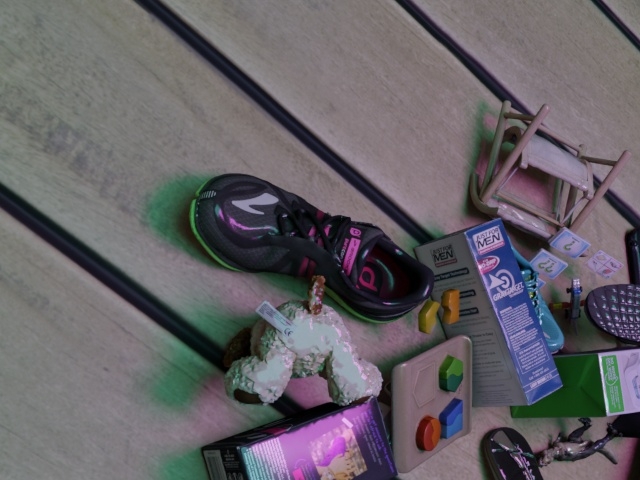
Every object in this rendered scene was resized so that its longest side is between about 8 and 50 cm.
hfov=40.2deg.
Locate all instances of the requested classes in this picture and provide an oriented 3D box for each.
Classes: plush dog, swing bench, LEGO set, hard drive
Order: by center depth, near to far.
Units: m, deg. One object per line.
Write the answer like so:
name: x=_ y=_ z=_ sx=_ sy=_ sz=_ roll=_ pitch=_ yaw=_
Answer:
plush dog: x=-0.043 y=0.166 z=1.470 sx=0.262 sy=0.225 sz=0.210 roll=2 pitch=85 yaw=-17
LEGO set: x=0.544 y=0.096 z=1.855 sx=0.244 sy=0.182 sz=0.060 roll=28 pitch=32 yaw=-23
swing bench: x=0.475 y=-0.129 z=1.863 sx=0.253 sy=0.165 sz=0.254 roll=24 pitch=91 yaw=-24
hard drive: x=0.706 y=0.387 z=1.925 sx=0.135 sy=0.094 sz=0.022 roll=-32 pitch=99 yaw=-31

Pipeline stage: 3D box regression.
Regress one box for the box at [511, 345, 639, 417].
box: x=0.550 y=0.282 z=1.763 sx=0.231 sy=0.262 sz=0.126 roll=0 pitch=80 yaw=-31

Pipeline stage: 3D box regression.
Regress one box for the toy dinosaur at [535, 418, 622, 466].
toy dinosaur: x=0.557 y=0.425 z=1.835 sx=0.268 sy=0.118 sz=0.064 roll=8 pitch=34 yaw=-31

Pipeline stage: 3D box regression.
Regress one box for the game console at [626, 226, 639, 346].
game console: x=0.890 y=0.164 z=2.105 sx=0.342 sy=0.060 sz=0.386 roll=4 pitch=76 yaw=-30

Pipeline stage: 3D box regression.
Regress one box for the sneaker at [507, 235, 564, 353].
sneaker: x=0.402 y=0.107 z=1.770 sx=0.107 sy=0.110 sz=0.275 roll=-24 pitch=74 yaw=-25

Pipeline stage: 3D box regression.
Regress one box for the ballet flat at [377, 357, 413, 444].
ballet flat: x=0.138 y=0.311 z=1.643 sx=0.068 sy=0.072 sz=0.213 roll=32 pitch=61 yaw=10

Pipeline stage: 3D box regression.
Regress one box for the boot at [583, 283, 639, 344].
boot: x=0.671 y=0.178 z=1.838 sx=0.338 sy=0.223 sz=0.118 roll=10 pitch=74 yaw=-11

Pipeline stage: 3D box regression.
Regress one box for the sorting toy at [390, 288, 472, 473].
sorting toy: x=0.216 y=0.256 z=1.620 sx=0.229 sy=0.041 sz=0.307 roll=-14 pitch=107 yaw=-46

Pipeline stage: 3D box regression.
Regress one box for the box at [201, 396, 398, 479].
box: x=-0.035 y=0.369 z=1.461 sx=0.270 sy=0.165 sz=0.143 roll=-13 pitch=85 yaw=-32

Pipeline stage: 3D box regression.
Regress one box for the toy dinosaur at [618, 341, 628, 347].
toy dinosaur: x=0.756 y=0.300 z=1.884 sx=0.200 sy=0.295 sz=0.127 roll=-11 pitch=109 yaw=-7

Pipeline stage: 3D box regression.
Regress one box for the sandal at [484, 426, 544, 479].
sandal: x=0.399 y=0.522 z=1.731 sx=0.120 sy=0.086 sz=0.302 roll=-4 pitch=66 yaw=-25

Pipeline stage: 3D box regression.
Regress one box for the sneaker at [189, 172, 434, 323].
sneaker: x=0.000 y=0.000 z=1.543 sx=0.483 sy=0.202 sz=0.185 roll=22 pitch=68 yaw=-25

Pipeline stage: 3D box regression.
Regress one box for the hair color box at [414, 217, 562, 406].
hair color box: x=0.326 y=0.146 z=1.715 sx=0.105 sy=0.174 sz=0.347 roll=-20 pitch=90 yaw=-31
